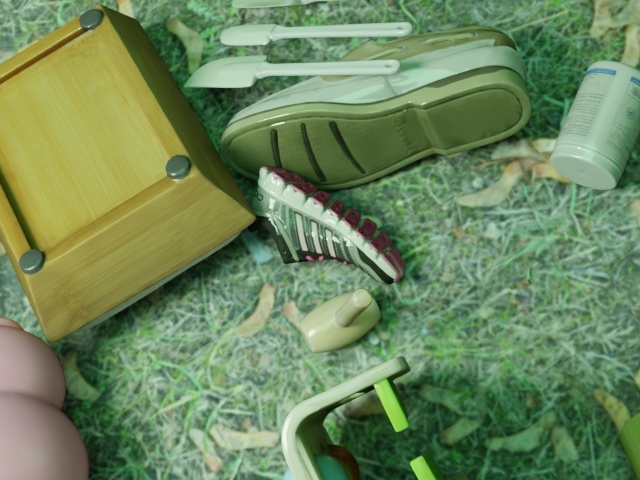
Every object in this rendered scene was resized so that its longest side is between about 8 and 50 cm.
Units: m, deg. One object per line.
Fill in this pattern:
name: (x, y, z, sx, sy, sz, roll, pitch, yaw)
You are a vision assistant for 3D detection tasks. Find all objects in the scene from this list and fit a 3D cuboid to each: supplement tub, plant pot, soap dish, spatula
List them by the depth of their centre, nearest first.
plant pot: (0.302, 0.188, 1.199, 0.083, 0.083, 0.079, -28, 56, 0)
supplement tub: (0.268, -0.110, 1.309, 0.071, 0.071, 0.107, 22, 76, 17)
soap dish: (-0.228, -0.077, 1.345, 0.229, 0.118, 0.291, -31, 60, -1)
spatula: (-0.006, -0.211, 1.364, 0.242, 0.019, 0.168, 2, 45, 32)

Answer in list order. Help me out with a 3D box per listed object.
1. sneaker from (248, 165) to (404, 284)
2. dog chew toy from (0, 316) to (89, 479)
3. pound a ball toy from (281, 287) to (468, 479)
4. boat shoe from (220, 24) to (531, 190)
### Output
sneaker: (0.000, 0.000, 1.326, 0.170, 0.063, 0.075, 33, 108, 4)
dog chew toy: (-0.298, 0.227, 1.234, 0.206, 0.206, 0.332, -8, 61, 8)
pound a ball toy: (0.021, 0.148, 1.157, 0.136, 0.319, 0.208, -28, 83, 0)
boat shoe: (0.051, -0.131, 1.347, 0.302, 0.113, 0.103, -9, 48, 10)
